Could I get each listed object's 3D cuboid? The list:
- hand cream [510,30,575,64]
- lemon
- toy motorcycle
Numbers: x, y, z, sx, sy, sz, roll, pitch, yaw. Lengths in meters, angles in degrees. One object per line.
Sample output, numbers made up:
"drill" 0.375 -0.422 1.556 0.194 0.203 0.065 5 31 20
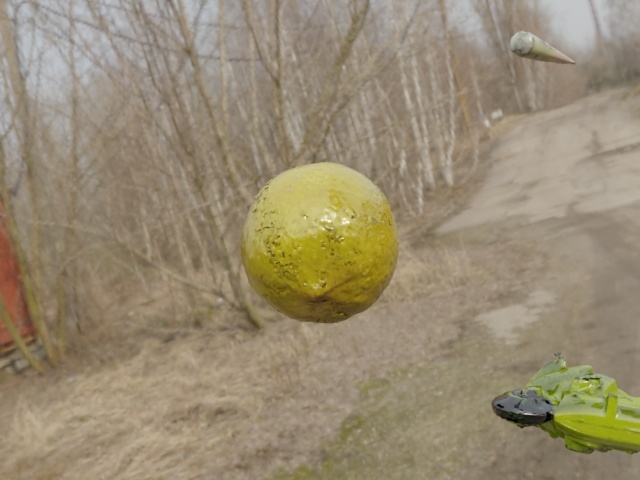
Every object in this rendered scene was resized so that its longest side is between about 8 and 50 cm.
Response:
"hand cream" 0.354 -0.304 1.284 0.061 0.039 0.143 19 10 42
"lemon" 0.000 0.000 1.296 0.258 0.257 0.310 -16 18 15
"toy motorcycle" 0.438 0.262 1.191 0.343 0.142 0.206 6 13 20
